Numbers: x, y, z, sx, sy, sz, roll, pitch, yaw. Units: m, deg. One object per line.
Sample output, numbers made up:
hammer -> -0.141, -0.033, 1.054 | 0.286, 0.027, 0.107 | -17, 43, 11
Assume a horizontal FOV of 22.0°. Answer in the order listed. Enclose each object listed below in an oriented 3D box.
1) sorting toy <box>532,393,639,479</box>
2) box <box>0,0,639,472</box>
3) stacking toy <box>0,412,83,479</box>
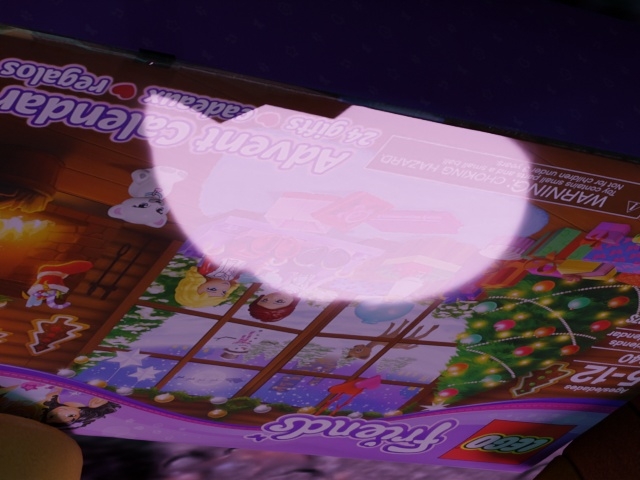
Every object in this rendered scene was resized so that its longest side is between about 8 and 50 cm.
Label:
sorting toy -> 0.135, 0.158, 0.733 | 0.126, 0.127, 0.365 | -20, 150, -6
box -> 0.000, 0.000, 0.513 | 0.293, 0.057, 0.201 | 9, 146, -29
stacking toy -> -0.190, 0.175, 0.625 | 0.279, 0.130, 0.309 | -9, 157, 11
